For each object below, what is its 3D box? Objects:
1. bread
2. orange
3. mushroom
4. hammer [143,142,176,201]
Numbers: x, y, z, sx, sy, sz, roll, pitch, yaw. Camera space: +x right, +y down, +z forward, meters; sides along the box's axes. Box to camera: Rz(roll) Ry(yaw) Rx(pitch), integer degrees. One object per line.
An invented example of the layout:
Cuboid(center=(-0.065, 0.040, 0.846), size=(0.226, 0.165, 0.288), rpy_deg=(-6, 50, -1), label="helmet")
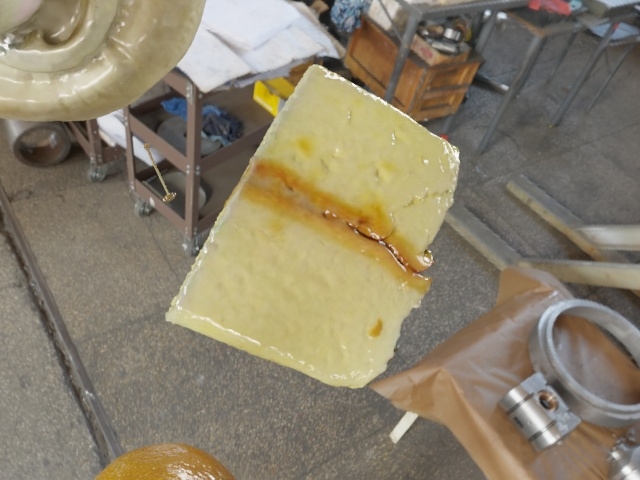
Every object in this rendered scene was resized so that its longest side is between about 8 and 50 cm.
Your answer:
Cuboid(center=(0.000, 0.000, 0.472), size=(0.178, 0.135, 0.239), rpy_deg=(28, 81, -9), label="bread")
Cuboid(center=(-0.224, 0.412, 0.753), size=(0.265, 0.264, 0.264), rpy_deg=(7, 48, -8), label="orange")
Cuboid(center=(-0.208, -0.192, 0.345), size=(0.260, 0.253, 0.234), rpy_deg=(-24, 28, -5), label="mushroom")
Cuboid(center=(-0.302, -0.126, 1.006), size=(0.014, 0.122, 0.029), rpy_deg=(21, 49, 41), label="hammer")
